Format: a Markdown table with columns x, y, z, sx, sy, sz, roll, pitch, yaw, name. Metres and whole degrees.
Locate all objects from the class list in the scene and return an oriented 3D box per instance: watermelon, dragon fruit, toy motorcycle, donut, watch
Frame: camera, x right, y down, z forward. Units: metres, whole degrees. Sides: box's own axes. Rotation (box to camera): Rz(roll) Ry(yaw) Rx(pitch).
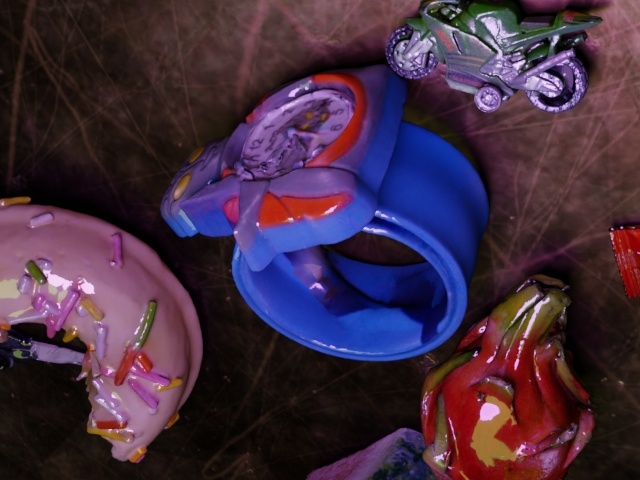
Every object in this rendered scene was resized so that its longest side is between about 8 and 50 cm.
| x | y | z | sx | sy | sz | roll | pitch | yaw | name |
| --- | --- | --- | --- | --- | --- | --- | --- | --- | --- |
| 0.082 | 0.359 | 1.447 | 0.310 | 0.232 | 0.193 | -39 | 102 | -6 | watermelon |
| 0.211 | 0.168 | 1.264 | 0.200 | 0.198 | 0.269 | 22 | 109 | -35 | dragon fruit |
| 0.153 | -0.179 | 1.101 | 0.190 | 0.074 | 0.106 | 15 | 119 | 15 | toy motorcycle |
| -0.318 | 0.109 | 1.416 | 0.371 | 0.150 | 0.307 | 15 | 118 | -9 | donut |
| 0.000 | 0.000 | 1.211 | 0.305 | 0.241 | 0.274 | -15 | 129 | 36 | watch |

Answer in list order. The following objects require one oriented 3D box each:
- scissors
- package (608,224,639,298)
| x | y | z | sx | sy | sz | roll | pitch | yaw | name |
| --- | --- | --- | --- | --- | --- | --- | --- | --- | --- |
| -0.369 | 0.148 | 1.608 | 0.300 | 0.022 | 0.109 | 9 | 130 | 19 | scissors |
| 0.379 | 0.011 | 1.151 | 0.200 | 0.022 | 0.083 | -8 | 120 | 29 | package |
